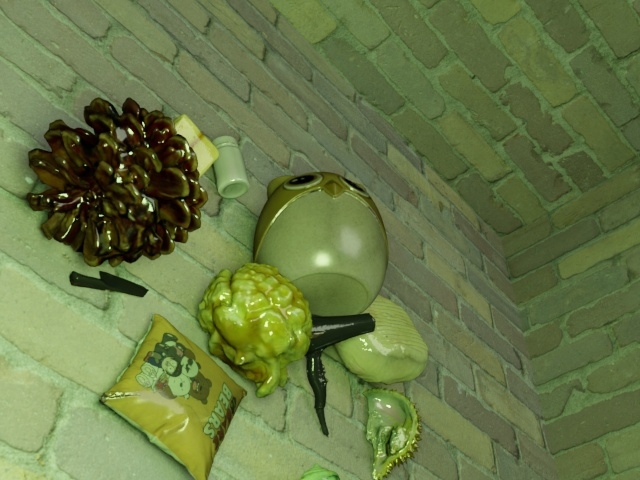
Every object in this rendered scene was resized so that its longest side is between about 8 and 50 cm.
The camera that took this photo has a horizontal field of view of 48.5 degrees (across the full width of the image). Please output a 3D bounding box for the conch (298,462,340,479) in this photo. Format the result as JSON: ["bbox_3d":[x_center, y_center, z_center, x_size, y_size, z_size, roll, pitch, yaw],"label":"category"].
[{"bbox_3d":[0.016,0.684,1.767,0.143,0.137,0.250,2,59,-58],"label":"conch"}]

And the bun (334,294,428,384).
[{"bbox_3d":[0.177,0.332,2.315,0.361,0.213,0.361,32,25,-17],"label":"bun"}]

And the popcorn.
[{"bbox_3d":[-0.156,0.219,1.845,0.335,0.279,0.274,35,13,-13],"label":"popcorn"}]

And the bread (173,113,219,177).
[{"bbox_3d":[-0.414,-0.203,1.976,0.167,0.163,0.264,47,30,-21],"label":"bread"}]

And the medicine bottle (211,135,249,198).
[{"bbox_3d":[-0.292,-0.235,2.264,0.103,0.103,0.186,21,44,-48],"label":"medicine bottle"}]

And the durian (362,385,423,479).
[{"bbox_3d":[0.222,0.590,2.189,0.167,0.172,0.306,19,49,-15],"label":"durian"}]

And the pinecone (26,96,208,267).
[{"bbox_3d":[-0.471,-0.127,1.602,0.398,0.398,0.397,38,33,-31],"label":"pinecone"}]

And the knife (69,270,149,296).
[{"bbox_3d":[-0.495,0.100,1.689,0.230,0.028,0.060,21,32,-50],"label":"knife"}]

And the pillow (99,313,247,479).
[{"bbox_3d":[-0.316,0.349,1.606,0.312,0.119,0.310,47,26,-15],"label":"pillow"}]

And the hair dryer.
[{"bbox_3d":[0.025,0.383,2.054,0.120,0.304,0.359,156,-73,-78],"label":"hair dryer"}]

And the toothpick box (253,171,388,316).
[{"bbox_3d":[0.000,0.000,2.154,0.409,0.409,0.425,34,38,-37],"label":"toothpick box"}]
